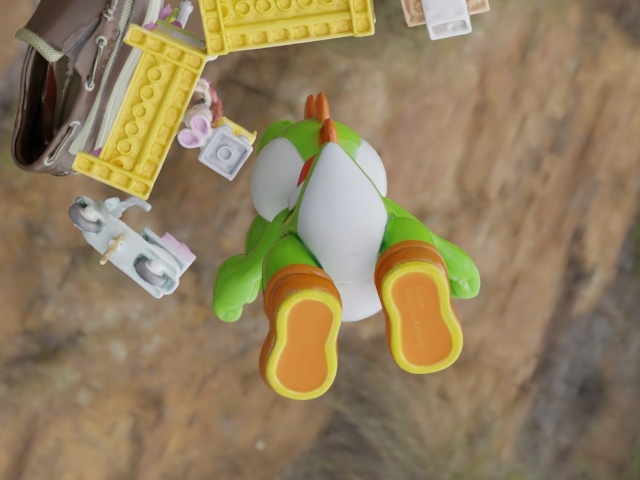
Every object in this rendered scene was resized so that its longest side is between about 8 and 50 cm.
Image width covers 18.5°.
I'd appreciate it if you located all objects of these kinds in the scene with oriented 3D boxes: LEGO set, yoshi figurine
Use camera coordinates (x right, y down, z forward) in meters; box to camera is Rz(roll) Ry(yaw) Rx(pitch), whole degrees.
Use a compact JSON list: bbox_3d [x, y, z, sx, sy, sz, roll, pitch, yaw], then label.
[{"bbox_3d":[-0.039,-0.106,1.128,0.287,0.132,0.107,-42,-167,17],"label":"LEGO set"},{"bbox_3d":[0.010,0.023,1.664,0.203,0.203,0.362,-48,-157,14],"label":"yoshi figurine"}]

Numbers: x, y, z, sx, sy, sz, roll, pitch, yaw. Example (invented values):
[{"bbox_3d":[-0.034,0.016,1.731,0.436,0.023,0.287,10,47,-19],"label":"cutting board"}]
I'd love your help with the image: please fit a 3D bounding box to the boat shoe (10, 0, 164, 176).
[{"bbox_3d":[-0.192,-0.165,1.568,0.095,0.095,0.257,-16,126,-48],"label":"boat shoe"}]
